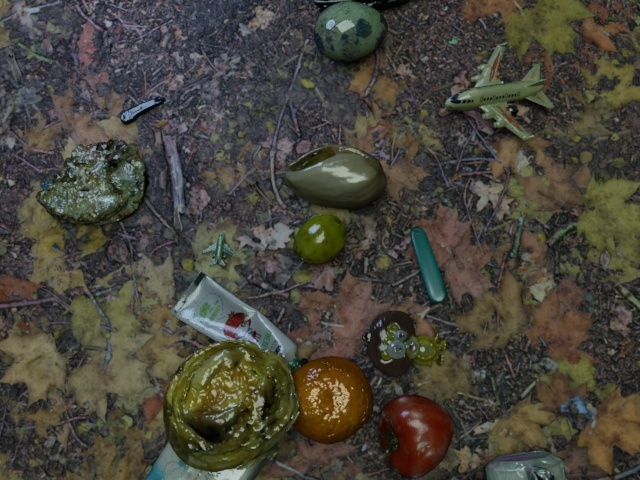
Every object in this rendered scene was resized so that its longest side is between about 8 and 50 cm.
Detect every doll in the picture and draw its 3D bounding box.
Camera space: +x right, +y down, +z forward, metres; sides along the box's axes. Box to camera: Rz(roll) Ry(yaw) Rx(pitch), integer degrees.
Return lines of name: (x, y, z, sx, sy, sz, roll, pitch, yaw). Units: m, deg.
doll: (0.189, 0.225, 1.758, 0.188, 0.096, 0.145, -11, 86, -10)

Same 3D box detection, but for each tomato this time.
tomato: (0.208, 0.417, 1.679, 0.151, 0.187, 0.187, 0, 78, -20)

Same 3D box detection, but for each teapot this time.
teapot: (0.452, 0.536, 1.622, 0.163, 0.221, 0.178, -5, 82, -28)

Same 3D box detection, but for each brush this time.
brush: (0.248, 0.057, 1.822, 0.043, 0.032, 0.193, -17, 66, 3)

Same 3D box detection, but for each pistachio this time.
pistachio: (0.036, -0.146, 1.816, 0.238, 0.138, 0.153, 10, 113, 5)

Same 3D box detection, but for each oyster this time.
oyster: (-0.538, -0.135, 1.862, 0.259, 0.092, 0.198, -15, 82, -4)

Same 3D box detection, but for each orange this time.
orange: (0.018, 0.344, 1.702, 0.193, 0.161, 0.193, 0, 89, -8)

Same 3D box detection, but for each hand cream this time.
hand cream: (-0.179, 0.204, 1.795, 0.336, 0.076, 0.121, 32, 80, 15)

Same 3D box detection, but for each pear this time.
pear: (0.000, 0.000, 1.805, 0.107, 0.107, 0.131, 43, 95, 10)

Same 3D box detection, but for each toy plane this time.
toy plane: (-0.236, 0.022, 1.844, 0.080, 0.033, 0.083, 6, 72, 4)
toy plane: (0.416, -0.343, 1.855, 0.256, 0.104, 0.242, -13, 81, 0)

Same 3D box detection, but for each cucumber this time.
cucumber: (0.115, -0.600, 1.934, 0.265, 0.077, 0.077, -7, 78, 2)

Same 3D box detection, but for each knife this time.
knife: (-0.436, -0.322, 1.929, 0.121, 0.018, 0.031, -28, 72, -4)

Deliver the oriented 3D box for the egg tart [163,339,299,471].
egg tart: (-0.188, 0.333, 1.612, 0.297, 0.132, 0.297, -2, 70, 5)

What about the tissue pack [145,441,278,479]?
tissue pack: (-0.221, 0.456, 1.708, 0.201, 0.124, 0.271, 32, 83, 8)

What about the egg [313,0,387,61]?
egg: (0.073, -0.502, 1.883, 0.181, 0.141, 0.141, -12, 78, -8)

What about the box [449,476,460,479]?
box: (0.287, 0.594, 1.630, 0.141, 0.201, 0.058, 30, 39, 7)
